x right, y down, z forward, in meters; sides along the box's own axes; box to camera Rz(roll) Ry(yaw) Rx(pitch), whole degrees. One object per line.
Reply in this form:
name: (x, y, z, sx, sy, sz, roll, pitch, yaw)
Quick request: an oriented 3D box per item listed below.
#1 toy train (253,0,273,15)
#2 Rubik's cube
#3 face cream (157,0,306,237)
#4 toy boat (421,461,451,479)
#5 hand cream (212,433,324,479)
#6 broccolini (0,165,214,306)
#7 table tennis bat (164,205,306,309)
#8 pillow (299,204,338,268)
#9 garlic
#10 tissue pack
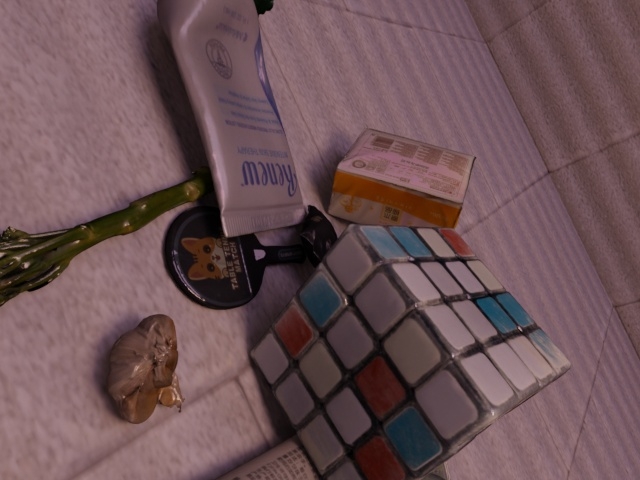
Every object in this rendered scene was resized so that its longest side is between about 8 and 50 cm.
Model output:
toy train: (-0.162, -0.469, 0.877, 0.170, 0.071, 0.111, -11, 69, -49)
Rubik's cube: (0.111, 0.151, 0.629, 0.256, 0.253, 0.259, -2, 47, -49)
face cream: (-0.135, -0.216, 0.734, 0.235, 0.137, 0.420, -15, 89, -65)
toy boat: (0.162, 0.403, 0.727, 0.141, 0.092, 0.319, 25, 51, -40)
hand cream: (-0.048, 0.295, 0.561, 0.314, 0.089, 0.139, 9, 58, -50)
broccolini: (-0.255, -0.021, 0.541, 0.074, 0.079, 0.392, 49, 32, -1)
table tennis bat: (-0.114, 0.022, 0.689, 0.236, 0.027, 0.150, 0, 70, -46)
pillow: (-0.001, 0.000, 0.783, 0.150, 0.048, 0.090, -79, 152, -69)
garlic: (-0.185, 0.133, 0.505, 0.074, 0.094, 0.113, 3, 67, -3)
tissue pack: (0.153, -0.099, 0.891, 0.225, 0.124, 0.185, 19, 43, 13)
